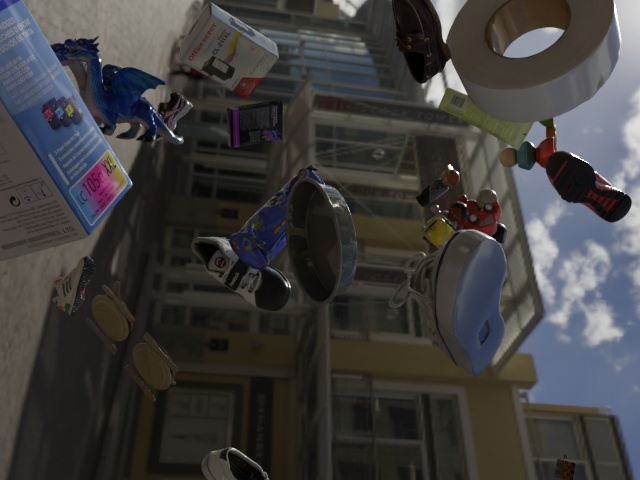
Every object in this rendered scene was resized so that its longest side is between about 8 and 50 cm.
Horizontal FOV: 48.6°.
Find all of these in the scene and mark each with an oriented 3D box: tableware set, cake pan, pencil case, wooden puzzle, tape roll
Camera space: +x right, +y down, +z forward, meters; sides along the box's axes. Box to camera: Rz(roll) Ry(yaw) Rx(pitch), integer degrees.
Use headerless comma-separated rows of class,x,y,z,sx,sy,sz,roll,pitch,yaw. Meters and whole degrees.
tableware set,-0.305,0.162,1.179,0.039,0.194,0.128,-35,169,-46
cake pan,0.000,0.000,1.615,0.293,0.054,0.293,31,-55,59
pencil case,-0.098,-0.061,1.855,0.133,0.119,0.306,5,-135,52
wooden puzzle,0.655,0.616,1.899,0.006,0.049,0.083,36,65,-52
tape roll,0.374,-0.352,1.254,0.100,0.286,0.286,43,41,-51

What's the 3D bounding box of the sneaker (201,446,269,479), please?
sneaker,-0.150,0.559,1.590,0.091,0.258,0.094,-33,-157,39

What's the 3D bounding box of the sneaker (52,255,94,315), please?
sneaker,-0.579,0.096,1.639,0.161,0.075,0.057,-66,174,26

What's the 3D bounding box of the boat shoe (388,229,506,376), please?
boat shoe,0.181,0.076,1.049,0.136,0.156,0.367,-53,151,-13

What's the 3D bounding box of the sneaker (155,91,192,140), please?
sneaker,-0.475,-0.381,2.165,0.072,0.077,0.178,4,-126,44

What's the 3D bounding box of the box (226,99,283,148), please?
box,-0.182,-0.328,1.995,0.029,0.162,0.116,-129,-146,-48

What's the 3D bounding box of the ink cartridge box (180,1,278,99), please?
ink cartridge box,-0.199,-0.408,1.537,0.127,0.175,0.072,-48,-147,27

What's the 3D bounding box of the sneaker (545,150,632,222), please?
sneaker,0.732,-0.158,2.009,0.116,0.314,0.136,-53,-154,15

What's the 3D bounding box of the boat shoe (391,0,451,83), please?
boat shoe,0.157,-0.331,1.153,0.073,0.073,0.207,45,0,35

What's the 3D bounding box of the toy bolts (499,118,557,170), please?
toy bolts,0.618,-0.294,2.119,0.218,0.158,0.228,58,36,-52

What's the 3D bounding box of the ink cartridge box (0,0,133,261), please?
ink cartridge box,-0.469,-0.170,0.912,0.151,0.270,0.395,-74,145,-53

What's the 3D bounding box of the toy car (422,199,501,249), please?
toy car,0.278,0.028,1.508,0.053,0.239,0.225,49,-46,28

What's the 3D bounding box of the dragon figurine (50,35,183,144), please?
dragon figurine,-0.308,-0.234,1.140,0.085,0.289,0.144,15,-84,42

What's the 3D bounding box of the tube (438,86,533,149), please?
tube,0.425,-0.321,1.838,0.070,0.240,0.062,105,10,-72

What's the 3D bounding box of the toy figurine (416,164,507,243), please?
toy figurine,0.370,-0.070,1.857,0.148,0.209,0.213,-40,-148,35

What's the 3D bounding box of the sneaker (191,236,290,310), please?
sneaker,-0.230,0.089,1.931,0.146,0.330,0.122,18,100,-58
